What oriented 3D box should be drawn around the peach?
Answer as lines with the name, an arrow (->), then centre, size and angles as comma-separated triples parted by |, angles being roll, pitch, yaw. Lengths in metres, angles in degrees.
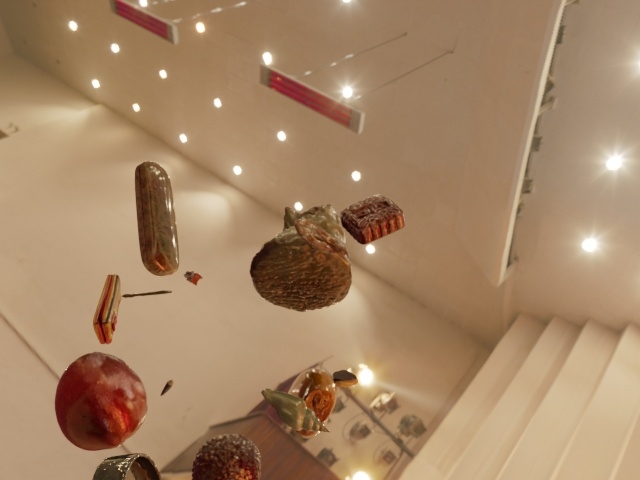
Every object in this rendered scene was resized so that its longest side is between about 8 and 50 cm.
peach -> -0.643, 0.465, 1.537 | 0.245, 0.248, 0.275 | -6, -71, 64

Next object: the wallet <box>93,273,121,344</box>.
wallet -> -0.779, 0.256, 1.955 | 0.241, 0.067, 0.141 | -98, -167, -48

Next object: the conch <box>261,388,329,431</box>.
conch -> -0.054, 0.388, 1.205 | 0.180, 0.088, 0.065 | 30, -82, 15

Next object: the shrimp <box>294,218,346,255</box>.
shrimp -> 0.000, 0.000, 1.406 | 0.042, 0.190, 0.101 | -43, -141, 22

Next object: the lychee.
lychee -> -0.326, 0.797, 1.812 | 0.260, 0.260, 0.261 | 26, -46, 31

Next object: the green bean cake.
green bean cake -> 0.129, -0.057, 1.323 | 0.136, 0.135, 0.057 | -131, -157, -55

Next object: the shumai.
shumai -> -0.049, 0.030, 1.750 | 0.323, 0.324, 0.398 | 9, -37, 0

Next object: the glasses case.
glasses case -> -0.581, -0.080, 1.874 | 0.097, 0.156, 0.426 | -17, -109, 19

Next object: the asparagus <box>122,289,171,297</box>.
asparagus -> -0.531, 0.164, 1.612 | 0.165, 0.013, 0.016 | -7, -38, 10

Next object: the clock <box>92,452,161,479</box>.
clock -> -0.337, 0.546, 0.954 | 0.312, 0.061, 0.313 | 168, -90, -85

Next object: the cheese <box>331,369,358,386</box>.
cheese -> 0.063, 0.529, 1.976 | 0.086, 0.162, 0.036 | 21, -74, 44

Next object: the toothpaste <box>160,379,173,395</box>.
toothpaste -> -0.469, 0.450, 1.613 | 0.019, 0.027, 0.083 | 41, -58, 7

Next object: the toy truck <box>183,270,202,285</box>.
toy truck -> -0.257, 0.074, 1.055 | 0.032, 0.024, 0.083 | 35, -12, -13

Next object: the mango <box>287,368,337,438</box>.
mango -> -0.028, 0.475, 1.548 | 0.143, 0.187, 0.359 | 15, -35, -6
